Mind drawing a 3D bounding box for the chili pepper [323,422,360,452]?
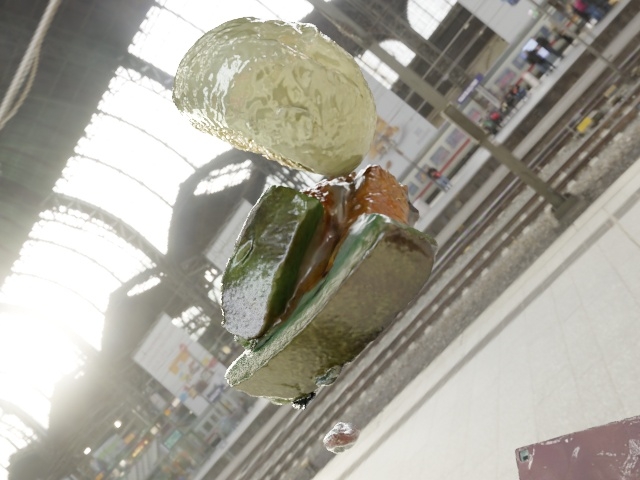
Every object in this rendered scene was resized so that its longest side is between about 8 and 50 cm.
[{"bbox_3d":[0.034,0.309,0.873,0.050,0.041,0.153,-45,-14,-2],"label":"chili pepper"}]

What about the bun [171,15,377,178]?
[{"bbox_3d":[-0.051,-0.167,0.622,0.244,0.243,0.153,-10,-63,-83],"label":"bun"}]

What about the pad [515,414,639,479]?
[{"bbox_3d":[0.317,0.264,0.638,0.187,0.006,0.113,-30,25,27],"label":"pad"}]

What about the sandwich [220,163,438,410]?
[{"bbox_3d":[0.000,0.000,0.610,0.250,0.162,0.301,-44,14,31],"label":"sandwich"}]
